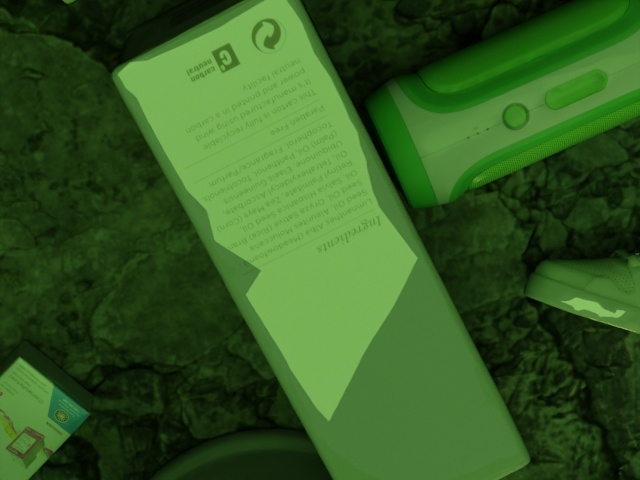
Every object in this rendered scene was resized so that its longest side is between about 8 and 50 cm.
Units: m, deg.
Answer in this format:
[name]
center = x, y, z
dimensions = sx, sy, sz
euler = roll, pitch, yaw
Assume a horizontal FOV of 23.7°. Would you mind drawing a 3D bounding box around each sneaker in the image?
[sneaker]
center = 0.341, 0.009, 1.421
dimensions = 0.292, 0.108, 0.169
euler = 10, 97, -11

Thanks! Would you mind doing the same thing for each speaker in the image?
[speaker]
center = 0.194, -0.135, 1.347
dimensions = 0.296, 0.131, 0.131
euler = -24, 106, 2

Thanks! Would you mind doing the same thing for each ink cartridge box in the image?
[ink cartridge box]
center = -0.286, 0.170, 1.428
dimensions = 0.088, 0.052, 0.122
euler = 41, 99, -14

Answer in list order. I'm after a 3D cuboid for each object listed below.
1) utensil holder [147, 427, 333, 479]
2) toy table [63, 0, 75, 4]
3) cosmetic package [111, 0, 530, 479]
[utensil holder]
center = -0.037, 0.388, 1.336
dimensions = 0.328, 0.385, 0.327
euler = -1, 105, -4
[toy table]
center = -0.271, -0.316, 1.244
dimensions = 0.274, 0.161, 0.252
euler = 43, 98, -15
[cosmetic package]
center = 0.000, 0.000, 1.317
dimensions = 0.161, 0.230, 0.453
euler = -27, 105, 3
